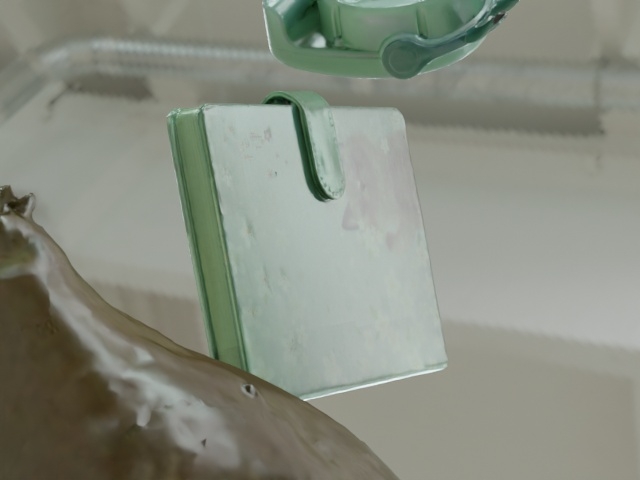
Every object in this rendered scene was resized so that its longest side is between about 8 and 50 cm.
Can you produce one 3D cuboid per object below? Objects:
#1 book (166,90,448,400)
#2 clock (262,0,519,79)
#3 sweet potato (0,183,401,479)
[{"bbox_3d":[0.000,0.000,0.639,0.017,0.135,0.103,-12,-94,30],"label":"book"},{"bbox_3d":[0.046,-0.123,0.992,0.135,0.101,0.041,9,-52,27],"label":"clock"},{"bbox_3d":[0.005,0.152,0.483,0.370,0.158,0.158,48,-44,-9],"label":"sweet potato"}]
